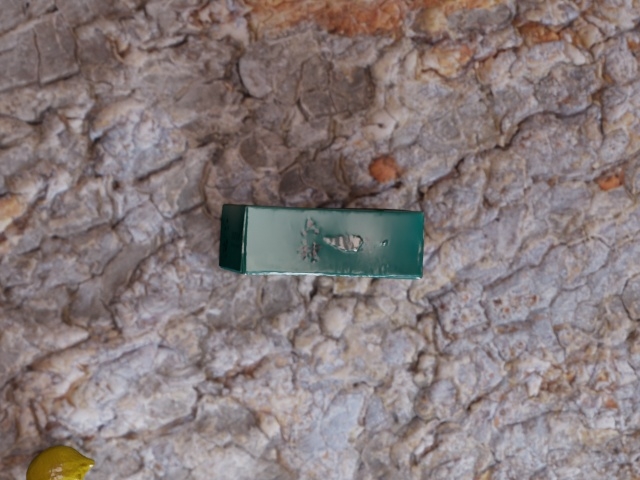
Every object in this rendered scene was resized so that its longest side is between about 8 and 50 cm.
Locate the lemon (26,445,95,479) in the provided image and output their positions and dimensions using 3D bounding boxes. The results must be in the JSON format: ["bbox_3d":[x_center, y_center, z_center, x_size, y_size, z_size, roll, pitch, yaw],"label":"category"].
[{"bbox_3d":[-0.339,0.298,1.802,0.092,0.065,0.065,-17,97,-9],"label":"lemon"}]

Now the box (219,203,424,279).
[{"bbox_3d":[0.000,0.000,1.834,0.244,0.153,0.092,2,92,-17],"label":"box"}]
